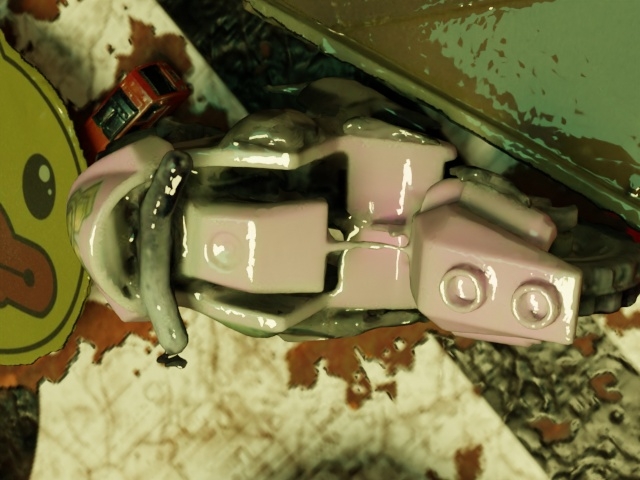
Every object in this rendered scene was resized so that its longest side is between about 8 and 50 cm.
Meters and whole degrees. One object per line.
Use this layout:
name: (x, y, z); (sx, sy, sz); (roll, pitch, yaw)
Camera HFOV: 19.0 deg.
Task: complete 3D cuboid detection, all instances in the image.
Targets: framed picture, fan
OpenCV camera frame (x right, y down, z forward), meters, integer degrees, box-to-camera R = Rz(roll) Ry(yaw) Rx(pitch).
framed picture: (0.121, -0.160, 1.028); (0.315, 0.024, 0.232); (31, 110, 19)
fan: (-0.220, 0.013, 1.211); (0.229, 0.011, 0.335); (20, 114, 38)

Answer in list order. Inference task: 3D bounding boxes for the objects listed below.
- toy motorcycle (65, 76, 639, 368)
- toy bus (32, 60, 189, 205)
toy motorcycle: (0.000, 0.000, 1.020); (0.327, 0.188, 0.143); (14, 111, 25)
toy bus: (-0.128, -0.063, 1.158); (0.110, 0.043, 0.031); (-45, 76, 25)
